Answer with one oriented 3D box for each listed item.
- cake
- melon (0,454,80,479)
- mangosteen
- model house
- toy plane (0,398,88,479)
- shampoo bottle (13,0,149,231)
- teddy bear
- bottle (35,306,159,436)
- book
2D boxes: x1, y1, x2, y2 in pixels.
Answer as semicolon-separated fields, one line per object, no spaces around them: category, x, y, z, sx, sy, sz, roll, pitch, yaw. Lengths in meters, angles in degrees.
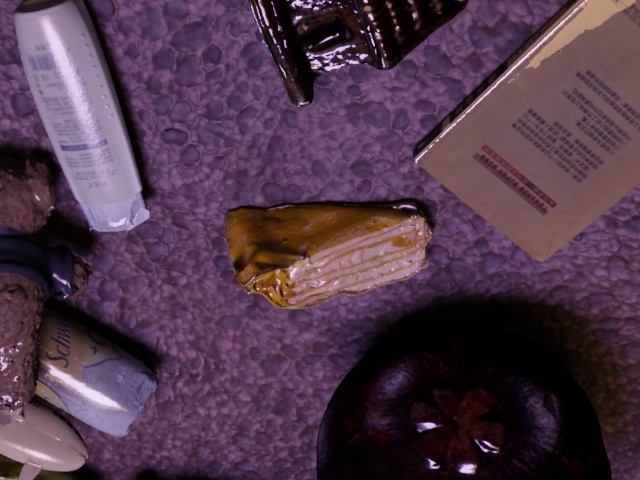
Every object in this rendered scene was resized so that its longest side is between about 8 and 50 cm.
cake;0.001;0.004;0.957;0.184;0.116;0.080;-25;128;-14
melon;-0.347;0.275;1.139;0.209;0.118;0.064;14;111;-16
mangosteen;0.129;0.222;0.967;0.287;0.233;0.288;7;125;10
model house;0.025;-0.209;0.768;0.152;0.106;0.165;-12;126;17
toy plane;-0.353;0.176;1.063;0.244;0.092;0.229;32;145;6
shampoo bottle;-0.206;-0.106;0.902;0.072;0.049;0.212;-7;122;9
teddy bear;-0.297;0.045;0.926;0.181;0.129;0.251;6;91;-29
bottle;-0.292;0.100;1.031;0.269;0.083;0.083;32;122;-8
book;0.213;-0.097;0.867;0.161;0.026;0.231;38;120;-16
